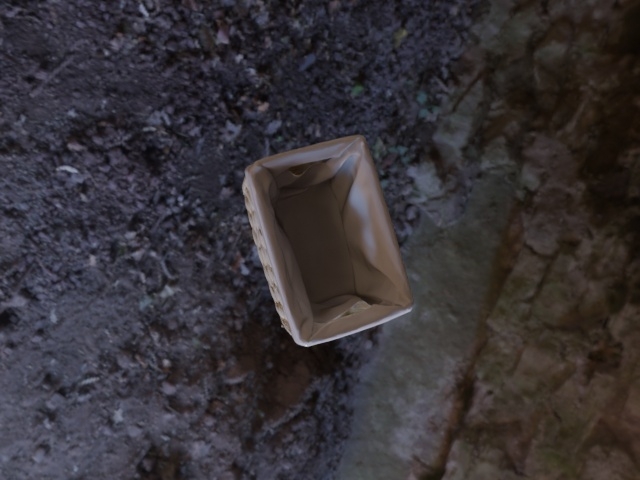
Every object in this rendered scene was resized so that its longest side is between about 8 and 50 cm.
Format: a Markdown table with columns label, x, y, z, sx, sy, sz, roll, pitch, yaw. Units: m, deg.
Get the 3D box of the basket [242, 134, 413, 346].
| label | x | y | z | sx | sy | sz | roll | pitch | yaw |
| --- | --- | --- | --- | --- | --- | --- | --- | --- | --- |
| basket | 0.000 | 0.000 | 0.641 | 0.113 | 0.103 | 0.167 | -17 | 93 | -13 |
